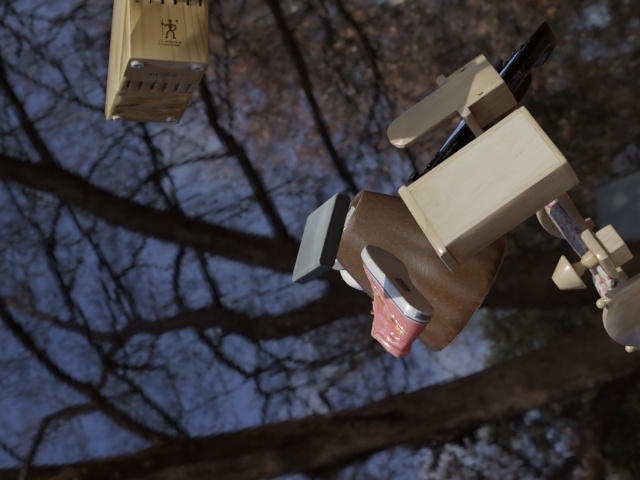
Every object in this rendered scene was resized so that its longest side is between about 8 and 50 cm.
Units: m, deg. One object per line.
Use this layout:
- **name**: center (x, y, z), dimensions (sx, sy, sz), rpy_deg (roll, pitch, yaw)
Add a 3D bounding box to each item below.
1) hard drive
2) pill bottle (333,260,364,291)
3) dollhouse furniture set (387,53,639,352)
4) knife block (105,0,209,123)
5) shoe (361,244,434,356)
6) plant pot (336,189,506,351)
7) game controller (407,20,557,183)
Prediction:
- **hard drive**: center (0.000, 0.000, 1.594), dimensions (0.022, 0.135, 0.094), rpy_deg (17, -105, -11)
- **pill bottle**: center (0.134, 0.039, 2.455), dimensions (0.272, 0.152, 0.152), rpy_deg (23, -135, -31)
- **dollhouse furniture set**: center (0.251, 0.005, 1.530), dimensions (0.355, 0.174, 0.303), rpy_deg (47, -169, -48)
- **knife block**: center (-0.181, -0.283, 1.405), dimensions (0.088, 0.276, 0.242), rpy_deg (2, -106, -16)
- **shoe**: center (0.090, 0.082, 1.733), dimensions (0.063, 0.081, 0.178), rpy_deg (13, -154, -32)
- **plant pot**: center (0.135, 0.025, 1.971), dimensions (0.230, 0.215, 0.215), rpy_deg (30, -147, -7)
- **game controller**: center (0.228, -0.180, 1.767), dimensions (0.067, 0.166, 0.319), rpy_deg (33, -123, 6)
